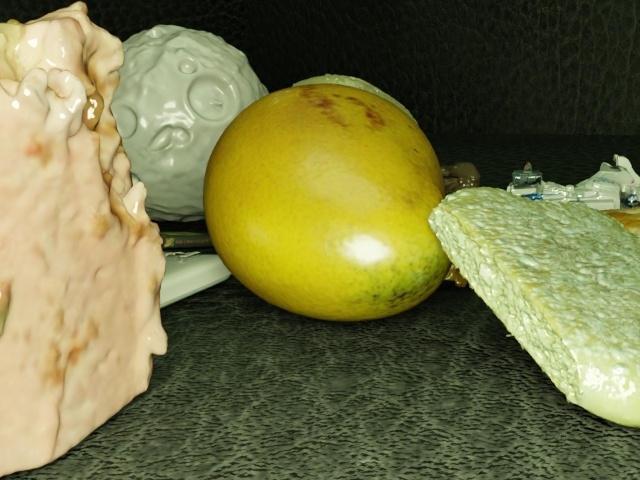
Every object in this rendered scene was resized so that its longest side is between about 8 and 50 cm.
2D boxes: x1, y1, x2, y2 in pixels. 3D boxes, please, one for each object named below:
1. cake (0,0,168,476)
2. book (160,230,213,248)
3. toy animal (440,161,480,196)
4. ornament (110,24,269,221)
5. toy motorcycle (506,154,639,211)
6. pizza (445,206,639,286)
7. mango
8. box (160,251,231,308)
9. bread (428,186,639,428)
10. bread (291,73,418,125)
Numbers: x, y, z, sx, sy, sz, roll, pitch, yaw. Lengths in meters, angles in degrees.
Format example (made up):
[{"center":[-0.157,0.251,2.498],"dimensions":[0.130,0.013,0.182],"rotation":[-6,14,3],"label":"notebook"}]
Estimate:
[{"center":[-0.285,-0.005,0.601],"dimensions":[0.293,0.314,0.307],"rotation":[3,11,22],"label":"cake"},{"center":[-0.142,0.000,1.144],"dimensions":[0.228,0.024,0.160],"rotation":[-1,1,-36],"label":"book"},{"center":[0.192,-0.087,1.447],"dimensions":[0.186,0.094,0.214],"rotation":[-21,7,-30],"label":"toy animal"},{"center":[-0.239,-0.196,1.492],"dimensions":[0.337,0.337,0.337],"rotation":[-3,11,1],"label":"ornament"},{"center":[0.375,-0.064,1.274],"dimensions":[0.221,0.102,0.150],"rotation":[-1,23,8],"label":"toy motorcycle"},{"center":[0.297,0.005,0.999],"dimensions":[0.365,0.074,0.182],"rotation":[-7,10,-21],"label":"pizza"},{"center":[0.011,-0.037,0.924],"dimensions":[0.263,0.221,0.378],"rotation":[-5,24,-13],"label":"mango"},{"center":[-0.221,0.056,0.948],"dimensions":[0.142,0.044,0.285],"rotation":[0,11,26],"label":"box"},{"center":[0.220,0.034,0.699],"dimensions":[0.207,0.056,0.286],"rotation":[-4,35,-26],"label":"bread"},{"center":[0.049,-0.197,1.720],"dimensions":[0.305,0.159,0.305],"rotation":[21,-15,6],"label":"bread"}]
